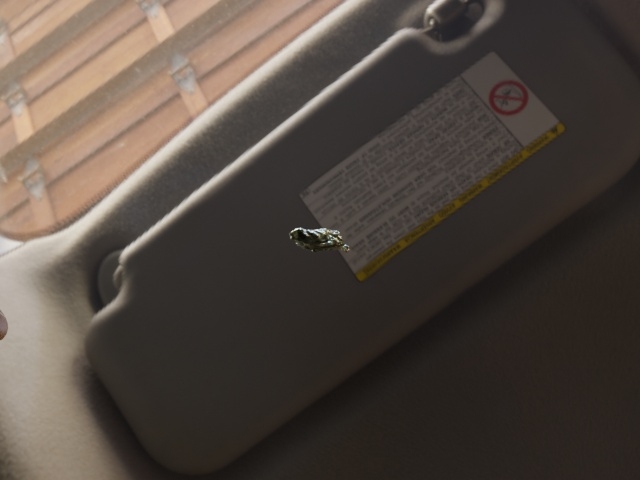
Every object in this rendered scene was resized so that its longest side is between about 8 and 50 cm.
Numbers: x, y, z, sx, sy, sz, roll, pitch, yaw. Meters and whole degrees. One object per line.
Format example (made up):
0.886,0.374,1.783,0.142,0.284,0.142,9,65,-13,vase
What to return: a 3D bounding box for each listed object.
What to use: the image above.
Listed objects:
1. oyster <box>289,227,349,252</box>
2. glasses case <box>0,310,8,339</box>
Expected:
-0.001,0.000,1.057,0.098,0.100,0.037,2,-99,0,oyster
-0.542,0.047,0.798,0.075,0.314,0.122,-53,-144,-4,glasses case
